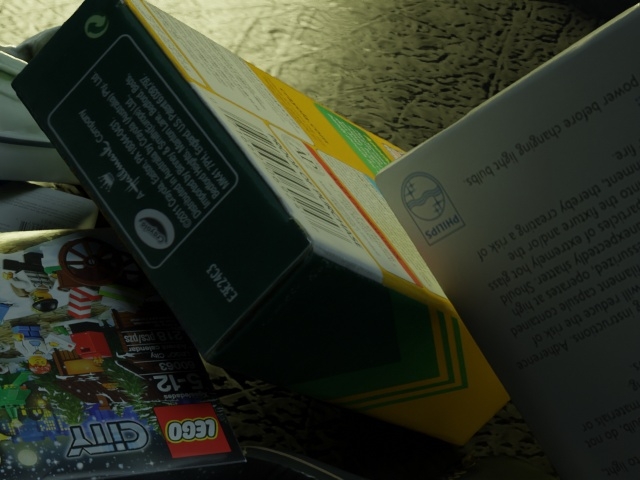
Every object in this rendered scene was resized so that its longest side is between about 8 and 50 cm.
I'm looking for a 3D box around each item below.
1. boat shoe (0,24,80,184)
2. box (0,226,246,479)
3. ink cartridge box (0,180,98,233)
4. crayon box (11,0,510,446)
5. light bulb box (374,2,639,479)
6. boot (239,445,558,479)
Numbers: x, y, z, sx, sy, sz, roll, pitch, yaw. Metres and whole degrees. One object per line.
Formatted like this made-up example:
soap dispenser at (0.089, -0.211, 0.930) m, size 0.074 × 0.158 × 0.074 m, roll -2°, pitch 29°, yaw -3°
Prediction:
boat shoe at (-0.141, -0.082, 1.115) m, size 0.095 × 0.084 × 0.258 m, roll 22°, pitch 12°, yaw 23°
box at (-0.170, 0.067, 0.902) m, size 0.233 × 0.044 × 0.159 m, roll -4°, pitch 46°, yaw -28°
ink cartridge box at (-0.186, 0.039, 1.017) m, size 0.104 × 0.060 × 0.180 m, roll 17°, pitch 36°, yaw -7°
crayon box at (0.000, 0.000, 1.055) m, size 0.203 × 0.083 × 0.323 m, roll 52°, pitch 15°, yaw 31°
light bulb box at (0.283, 0.017, 1.029) m, size 0.358 × 0.225 × 0.361 m, roll -33°, pitch 90°, yaw -48°
boot at (0.045, 0.140, 1.007) m, size 0.198 × 0.077 × 0.137 m, roll 32°, pitch 31°, yaw -7°
